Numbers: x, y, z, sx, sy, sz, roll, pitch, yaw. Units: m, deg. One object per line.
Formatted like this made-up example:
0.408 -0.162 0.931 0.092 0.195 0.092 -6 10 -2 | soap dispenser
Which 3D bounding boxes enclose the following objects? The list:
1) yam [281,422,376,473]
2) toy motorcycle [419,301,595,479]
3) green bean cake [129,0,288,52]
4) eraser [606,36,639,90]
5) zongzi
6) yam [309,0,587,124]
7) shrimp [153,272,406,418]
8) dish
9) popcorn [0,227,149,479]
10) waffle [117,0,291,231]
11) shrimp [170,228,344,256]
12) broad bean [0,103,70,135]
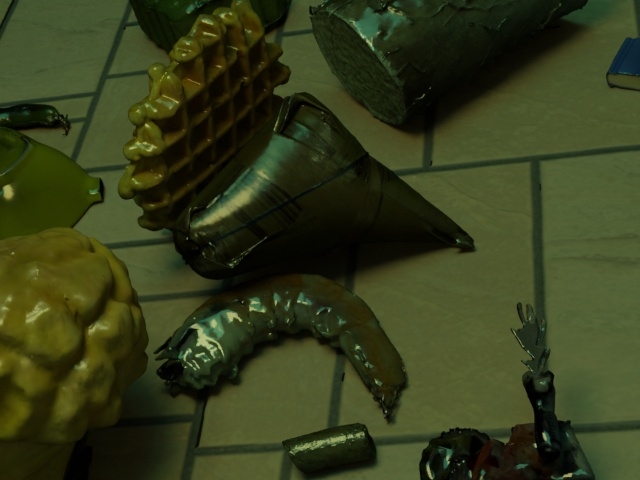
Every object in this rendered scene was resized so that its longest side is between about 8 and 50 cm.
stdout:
0.009 0.220 1.413 0.094 0.043 0.043 -15 41 3 | yam
0.191 0.242 1.259 0.207 0.134 0.401 -6 43 11 | toy motorcycle
-0.175 -0.380 2.092 0.214 0.113 0.200 -33 40 -19 | green bean cake
0.427 -0.238 1.799 0.063 0.027 0.085 13 48 28 | eraser
0.000 0.000 1.589 0.289 0.123 0.260 42 74 -4 | zongzi
0.171 -0.322 1.844 0.348 0.241 0.241 -37 45 -20 | yam
-0.030 0.114 1.543 0.287 0.068 0.185 11 51 15 | shrimp
-0.446 -0.083 1.852 0.262 0.108 0.221 16 51 32 | dish
-0.340 0.157 1.391 0.349 0.382 0.349 -12 6 1 | popcorn
-0.135 -0.149 1.652 0.065 0.283 0.309 24 92 25 | waffle
-0.075 -0.058 1.730 0.289 0.075 0.178 4 40 21 | shrimp
-0.485 -0.175 2.020 0.227 0.039 0.069 -7 47 10 | broad bean
